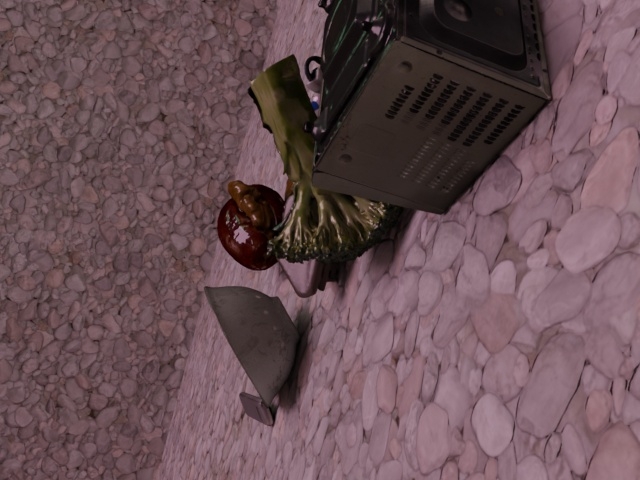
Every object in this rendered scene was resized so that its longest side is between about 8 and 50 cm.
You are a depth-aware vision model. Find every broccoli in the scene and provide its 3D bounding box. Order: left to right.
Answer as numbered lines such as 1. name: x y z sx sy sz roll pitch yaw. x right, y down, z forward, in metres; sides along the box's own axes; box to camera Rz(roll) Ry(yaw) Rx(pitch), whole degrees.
1. broccoli: 0.011 -0.143 1.204 0.221 0.251 0.362 -121 25 -73

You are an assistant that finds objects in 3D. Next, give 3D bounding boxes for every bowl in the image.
1. bowl: -0.134 0.212 1.591 0.314 0.146 0.313 60 172 14

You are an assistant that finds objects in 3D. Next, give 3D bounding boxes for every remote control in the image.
1. remote control: -0.162 0.422 1.743 0.067 0.029 0.261 68 161 1

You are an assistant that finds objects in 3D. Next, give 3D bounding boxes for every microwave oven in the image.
1. microwave oven: 0.131 -0.290 1.019 0.333 0.247 0.395 124 156 -52

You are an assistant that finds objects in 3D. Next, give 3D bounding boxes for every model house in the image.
1. model house: -0.008 -0.001 1.452 0.188 0.122 0.230 1 -79 -69

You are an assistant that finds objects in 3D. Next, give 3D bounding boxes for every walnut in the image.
1. walnut: -0.181 -0.056 1.953 0.269 0.221 0.244 41 146 54

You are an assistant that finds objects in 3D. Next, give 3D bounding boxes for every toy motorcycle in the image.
1. toy motorcycle: 0.060 -0.264 1.323 0.102 0.221 0.150 -18 69 52

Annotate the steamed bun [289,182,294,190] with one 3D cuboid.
1. steamed bun: 0.003 -0.145 1.607 0.177 0.106 0.193 160 132 -76

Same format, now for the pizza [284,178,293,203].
1. pizza: -0.051 -0.210 1.980 0.262 0.034 0.181 143 140 -67
